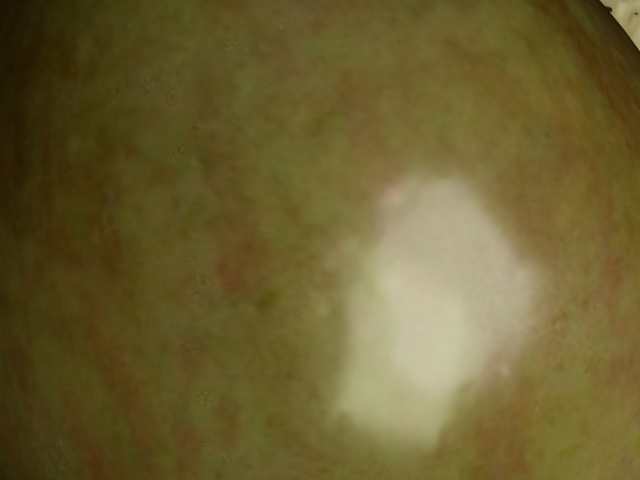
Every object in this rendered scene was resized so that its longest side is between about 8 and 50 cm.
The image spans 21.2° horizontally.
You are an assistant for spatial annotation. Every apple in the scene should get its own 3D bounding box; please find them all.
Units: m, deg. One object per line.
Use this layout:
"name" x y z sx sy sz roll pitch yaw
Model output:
"apple" 0.000 0.000 0.549 0.257 0.257 0.234 -9 97 -22
